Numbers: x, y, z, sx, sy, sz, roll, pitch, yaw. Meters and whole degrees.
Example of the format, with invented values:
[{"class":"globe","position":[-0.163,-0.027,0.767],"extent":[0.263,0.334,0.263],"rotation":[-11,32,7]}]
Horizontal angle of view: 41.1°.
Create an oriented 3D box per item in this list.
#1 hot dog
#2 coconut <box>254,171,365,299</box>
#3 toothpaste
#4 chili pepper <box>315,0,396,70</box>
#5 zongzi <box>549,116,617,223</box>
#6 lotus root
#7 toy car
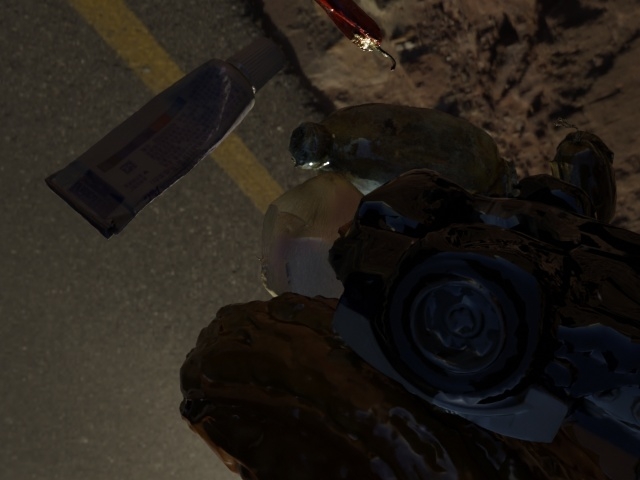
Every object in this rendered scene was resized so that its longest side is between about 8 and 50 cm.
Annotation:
[{"class":"hot dog","position":[0.083,0.160,0.564],"extent":[0.174,0.387,0.267],"rotation":[-57,158,14]},{"class":"coconut","position":[0.000,0.000,1.099],"extent":[0.170,0.171,0.183],"rotation":[-1,115,-8]},{"class":"toothpaste","position":[-0.146,-0.119,0.895],"extent":[0.099,0.282,0.068],"rotation":[17,146,53]},{"class":"chili pepper","position":[0.043,-0.392,1.478],"extent":[0.268,0.050,0.059],"rotation":[40,167,-19]},{"class":"zongzi","position":[0.421,-0.038,1.413],"extent":[0.111,0.241,0.248],"rotation":[9,158,23]},{"class":"lotus root","position":[0.119,-0.122,1.279],"extent":[0.349,0.175,0.175],"rotation":[11,143,-15]},{"class":"toy car","position":[0.146,0.054,0.424],"extent":[0.301,0.193,0.118],"rotation":[24,114,17]}]
